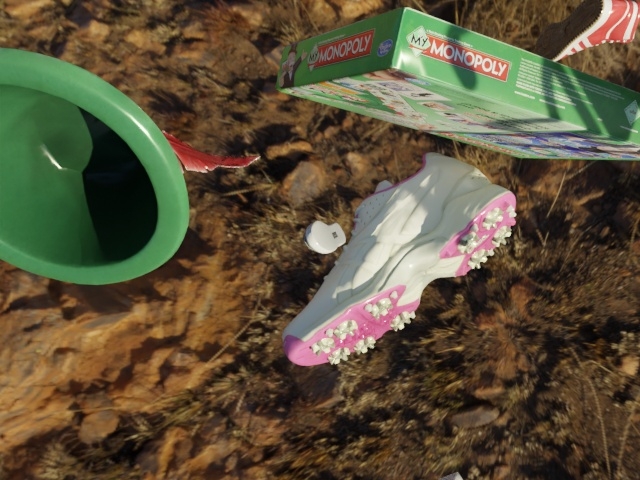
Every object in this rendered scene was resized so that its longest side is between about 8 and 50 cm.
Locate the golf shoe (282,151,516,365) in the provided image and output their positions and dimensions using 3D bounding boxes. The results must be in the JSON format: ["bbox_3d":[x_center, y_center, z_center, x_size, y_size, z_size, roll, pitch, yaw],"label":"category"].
[{"bbox_3d":[0.071,0.019,0.746,0.306,0.115,0.140,-36,60,-5],"label":"golf shoe"}]

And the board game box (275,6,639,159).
[{"bbox_3d":[0.144,-0.126,0.599,0.317,0.213,0.046,9,94,-27],"label":"board game box"}]

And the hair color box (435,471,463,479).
[{"bbox_3d":[0.175,0.454,0.651,0.113,0.185,0.375,-32,88,23],"label":"hair color box"}]

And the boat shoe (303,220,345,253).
[{"bbox_3d":[0.000,0.000,0.965,0.040,0.142,0.049,-25,85,17],"label":"boat shoe"}]

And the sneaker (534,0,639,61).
[{"bbox_3d":[0.284,-0.219,0.692,0.066,0.118,0.042,-3,82,-17],"label":"sneaker"}]

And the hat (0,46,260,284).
[{"bbox_3d":[-0.158,-0.086,0.474,0.172,0.209,0.184,-1,44,8],"label":"hat"}]
